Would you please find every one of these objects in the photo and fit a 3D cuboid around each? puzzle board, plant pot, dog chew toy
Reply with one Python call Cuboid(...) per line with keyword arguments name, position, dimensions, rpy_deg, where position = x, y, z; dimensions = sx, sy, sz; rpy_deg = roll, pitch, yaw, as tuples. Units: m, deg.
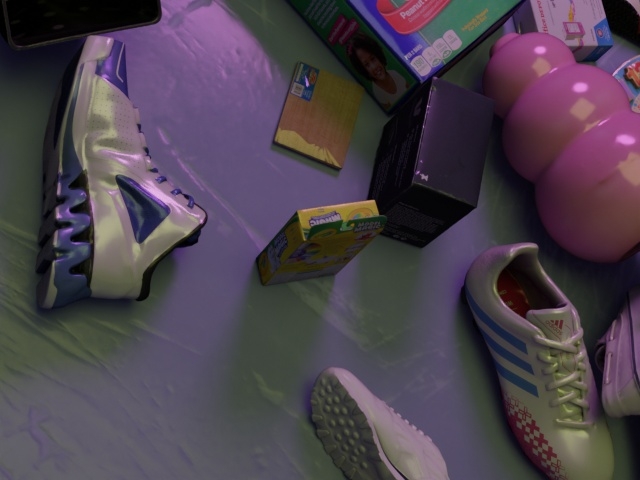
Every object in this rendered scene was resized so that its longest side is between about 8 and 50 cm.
Cuboid(name="puzzle board", position=(-0.001, -0.163, 1.787), dimensions=(0.096, 0.011, 0.128), rpy_deg=(21, 63, -12))
Cuboid(name="plant pot", position=(-0.315, -0.339, 1.617), dimensions=(0.188, 0.167, 0.187), rpy_deg=(-16, 111, -27))
Cuboid(name="dog chew toy", position=(0.335, -0.134, 1.814), dimensions=(0.206, 0.206, 0.332), rpy_deg=(-27, 74, -28))

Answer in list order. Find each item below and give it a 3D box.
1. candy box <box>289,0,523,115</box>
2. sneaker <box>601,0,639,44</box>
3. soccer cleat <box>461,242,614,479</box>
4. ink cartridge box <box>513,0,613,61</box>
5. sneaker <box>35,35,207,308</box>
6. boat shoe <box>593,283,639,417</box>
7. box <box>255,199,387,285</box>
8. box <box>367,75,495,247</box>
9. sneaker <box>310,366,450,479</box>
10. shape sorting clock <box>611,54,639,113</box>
Cuboid(name="candy box", position=(0.093, -0.372, 1.842), dimensions=(0.317, 0.122, 0.268), rpy_deg=(48, 61, 2))
Cuboid(name="sneaker", position=(0.467, -0.336, 2.025), dimensions=(0.161, 0.057, 0.075), rpy_deg=(29, 46, -8))
Cuboid(name="soccer cleat", position=(0.280, 0.156, 1.702), dimensions=(0.116, 0.143, 0.331), rpy_deg=(-21, 80, -27))
Cuboid(name="ink cartridge box", position=(0.343, -0.303, 1.956), dimensions=(0.122, 0.052, 0.088), rpy_deg=(-5, 73, -22))
Cuboid(name="sneaker", position=(-0.226, -0.063, 1.604), dimensions=(0.182, 0.127, 0.315), rpy_deg=(9, 74, -23))
Cuboid(name="boat shoe", position=(0.393, 0.143, 1.750), dimensions=(0.096, 0.088, 0.267), rpy_deg=(59, 21, -21))
Cuboid(name="box", position=(0.000, 0.000, 1.628), dimensions=(0.105, 0.179, 0.043), rpy_deg=(-8, 74, -25))
Cuboid(name="box", position=(0.135, -0.095, 1.731), dimensions=(0.093, 0.158, 0.156), rpy_deg=(20, 65, -14))
Cuboid(name="sneaker", position=(0.079, 0.243, 1.632), dimensions=(0.095, 0.090, 0.235), rpy_deg=(-33, 89, -42))
Cuboid(name="shape sorting clock", position=(0.491, -0.169, 1.955), dimensions=(0.206, 0.040, 0.206), rpy_deg=(2, 76, -10))
